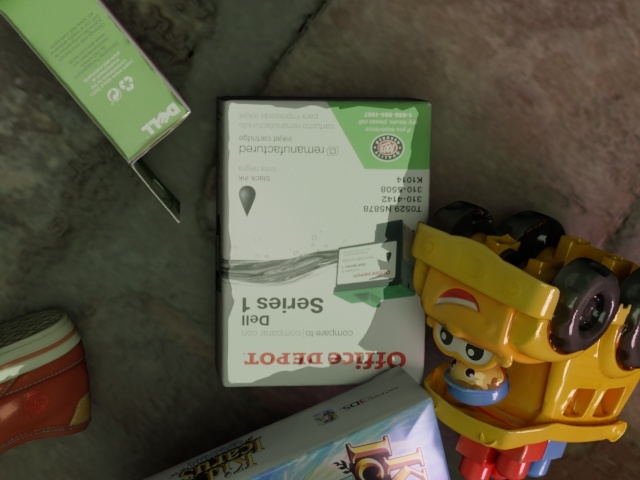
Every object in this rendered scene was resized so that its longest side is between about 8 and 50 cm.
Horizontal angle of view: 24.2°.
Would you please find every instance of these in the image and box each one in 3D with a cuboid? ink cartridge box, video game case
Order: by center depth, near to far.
[{"bbox_3d":[-0.150,-0.117,1.105,0.062,0.109,0.209,-40,101,0],"label":"ink cartridge box"},{"bbox_3d":[-0.008,0.261,1.120,0.244,0.061,0.269,-23,117,-16],"label":"video game case"},{"bbox_3d":[0.000,0.000,1.148,0.160,0.092,0.219,-1,98,-7],"label":"ink cartridge box"}]

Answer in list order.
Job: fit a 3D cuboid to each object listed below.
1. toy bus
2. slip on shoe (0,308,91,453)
[{"bbox_3d":[0.148,0.092,1.122,0.220,0.149,0.211,8,107,-49],"label":"toy bus"},{"bbox_3d":[-0.324,0.159,1.121,0.331,0.123,0.101,-23,104,-9],"label":"slip on shoe"}]
